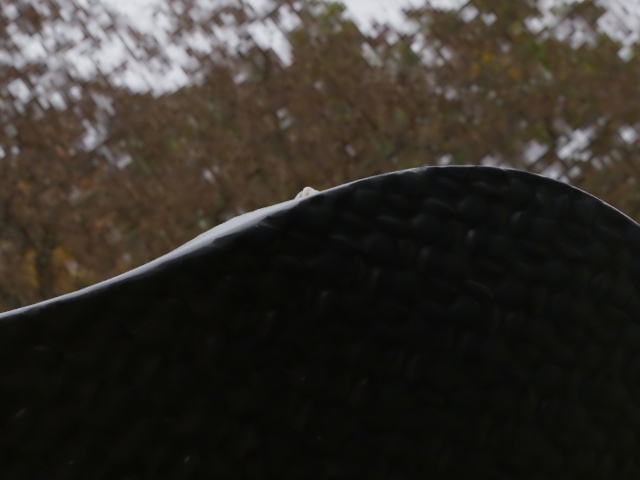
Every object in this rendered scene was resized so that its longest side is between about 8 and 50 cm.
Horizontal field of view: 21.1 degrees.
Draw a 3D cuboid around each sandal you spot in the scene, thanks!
[{"bbox_3d":[-0.041,0.073,0.624,0.446,0.167,0.107,-9,-6,-27],"label":"sandal"}]

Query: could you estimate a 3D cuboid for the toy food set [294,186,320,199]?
[{"bbox_3d":[0.000,0.000,1.311,0.020,0.083,0.082,-18,-10,13],"label":"toy food set"}]
